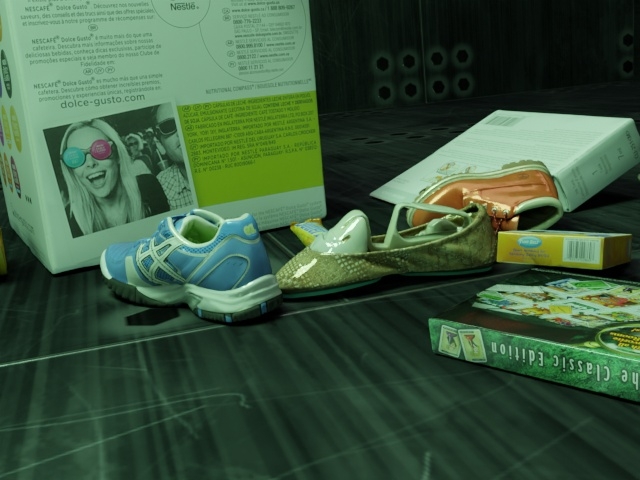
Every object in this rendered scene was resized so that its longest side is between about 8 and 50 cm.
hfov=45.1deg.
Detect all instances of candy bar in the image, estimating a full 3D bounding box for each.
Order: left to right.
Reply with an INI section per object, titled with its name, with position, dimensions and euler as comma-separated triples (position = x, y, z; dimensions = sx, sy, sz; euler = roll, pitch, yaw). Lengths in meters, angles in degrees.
[candy bar]
position = 0.000, 0.000, 0.810
dimensions = 0.040, 0.018, 0.161
euler = -8, 14, -11

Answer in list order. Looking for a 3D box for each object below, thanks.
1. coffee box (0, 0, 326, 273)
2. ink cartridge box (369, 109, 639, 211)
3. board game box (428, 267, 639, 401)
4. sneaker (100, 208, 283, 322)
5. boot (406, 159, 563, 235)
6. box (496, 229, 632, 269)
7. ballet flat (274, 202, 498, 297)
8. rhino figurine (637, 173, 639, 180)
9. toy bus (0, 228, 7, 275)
[coffee box]
position = -0.226, -0.181, 0.972
dimensions = 0.338, 0.334, 0.338
euler = -12, 15, -27
[ink cartridge box]
position = 0.224, -0.080, 0.982
dimensions = 0.239, 0.060, 0.275
euler = -34, 21, -12
[board game box]
position = 0.209, 0.059, 0.458
dimensions = 0.136, 0.030, 0.260
euler = -15, 16, -43
[sneaker]
position = -0.116, 0.012, 0.666
dimensions = 0.211, 0.081, 0.080
euler = 4, 18, 39
[boot]
position = 0.168, -0.031, 0.793
dimensions = 0.158, 0.059, 0.084
euler = -17, 37, 7
[box]
position = 0.206, 0.005, 0.638
dimensions = 0.081, 0.028, 0.136
euler = 4, 5, 30
[ballet flat]
position = 0.054, 0.002, 0.670
dimensions = 0.206, 0.067, 0.073
euler = -9, 15, -13
[rhino figurine]
position = 0.424, -0.054, 0.755
dimensions = 0.106, 0.073, 0.243
euler = -19, 17, -33
[toy bus]
position = -0.420, 0.003, 0.779
dimensions = 0.202, 0.104, 0.191
euler = -33, -29, 20
